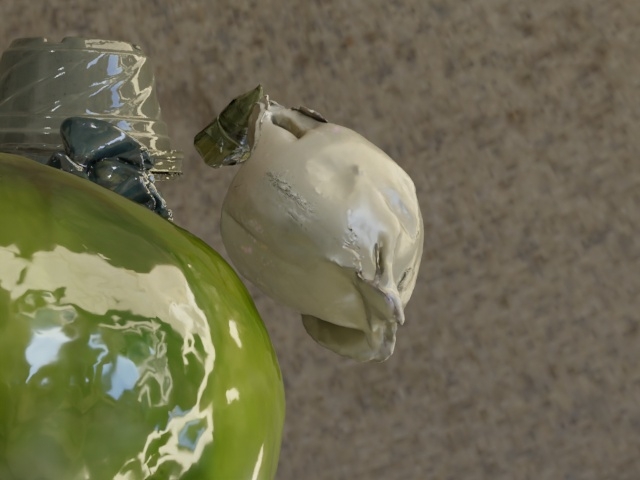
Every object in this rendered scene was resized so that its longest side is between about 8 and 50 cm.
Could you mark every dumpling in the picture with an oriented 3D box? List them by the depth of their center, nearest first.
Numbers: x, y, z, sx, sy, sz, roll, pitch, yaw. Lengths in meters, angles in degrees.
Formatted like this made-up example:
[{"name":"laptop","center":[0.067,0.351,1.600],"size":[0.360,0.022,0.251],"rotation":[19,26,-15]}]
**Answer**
[{"name":"dumpling","center":[0.000,0.000,1.102],"size":[0.118,0.199,0.136],"rotation":[-12,138,-24]}]

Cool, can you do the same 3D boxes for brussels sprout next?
[{"name":"brussels sprout","center":[-0.185,0.090,0.829],"size":[0.344,0.344,0.268],"rotation":[3,88,-16]}]

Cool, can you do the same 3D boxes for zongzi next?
[{"name":"zongzi","center":[-0.052,-0.118,1.590],"size":[0.104,0.052,0.113],"rotation":[-20,158,-48]}]

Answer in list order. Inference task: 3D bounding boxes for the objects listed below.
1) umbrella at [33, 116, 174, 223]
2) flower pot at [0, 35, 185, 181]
[{"name":"umbrella","center":[-0.274,0.030,1.301],"size":[0.349,0.143,0.094],"rotation":[-29,130,-7]},{"name":"flower pot","center":[-0.246,-0.131,1.704],"size":[0.236,0.235,0.140],"rotation":[3,91,-16]}]
